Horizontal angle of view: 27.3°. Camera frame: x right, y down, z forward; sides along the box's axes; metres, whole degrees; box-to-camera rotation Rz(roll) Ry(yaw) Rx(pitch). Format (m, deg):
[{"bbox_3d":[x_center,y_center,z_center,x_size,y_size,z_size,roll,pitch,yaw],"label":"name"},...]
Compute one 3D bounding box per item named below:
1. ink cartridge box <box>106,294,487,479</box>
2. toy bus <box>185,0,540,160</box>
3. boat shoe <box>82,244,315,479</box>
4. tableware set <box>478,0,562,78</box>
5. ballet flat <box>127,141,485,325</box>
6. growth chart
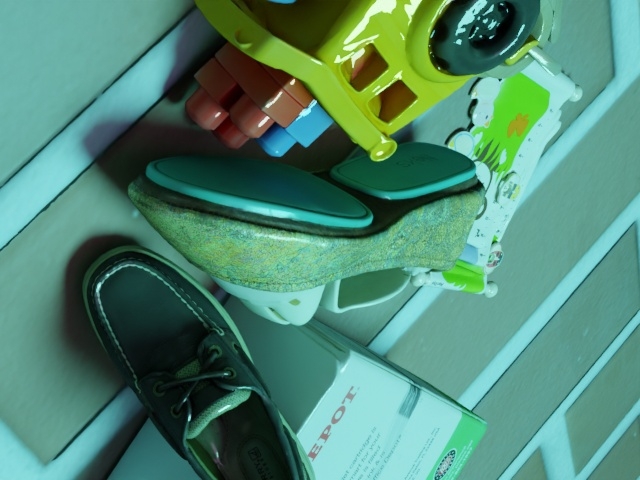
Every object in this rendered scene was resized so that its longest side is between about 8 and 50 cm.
[{"bbox_3d":[-0.012,0.177,1.049,0.211,0.121,0.289,-57,148,-1],"label":"ink cartridge box"},{"bbox_3d":[-0.003,-0.145,0.787,0.211,0.149,0.220,-41,146,4],"label":"toy bus"},{"bbox_3d":[-0.070,0.100,0.845,0.080,0.073,0.224,-35,103,-7],"label":"boat shoe"},{"bbox_3d":[0.148,-0.199,0.993,0.128,0.039,0.194,-26,139,-22],"label":"tableware set"},{"bbox_3d":[0.000,0.000,0.916,0.348,0.123,0.123,-10,125,-53],"label":"ballet flat"},{"bbox_3d":[0.152,-0.055,1.165,0.172,0.021,0.237,2,115,-53],"label":"growth chart"}]
